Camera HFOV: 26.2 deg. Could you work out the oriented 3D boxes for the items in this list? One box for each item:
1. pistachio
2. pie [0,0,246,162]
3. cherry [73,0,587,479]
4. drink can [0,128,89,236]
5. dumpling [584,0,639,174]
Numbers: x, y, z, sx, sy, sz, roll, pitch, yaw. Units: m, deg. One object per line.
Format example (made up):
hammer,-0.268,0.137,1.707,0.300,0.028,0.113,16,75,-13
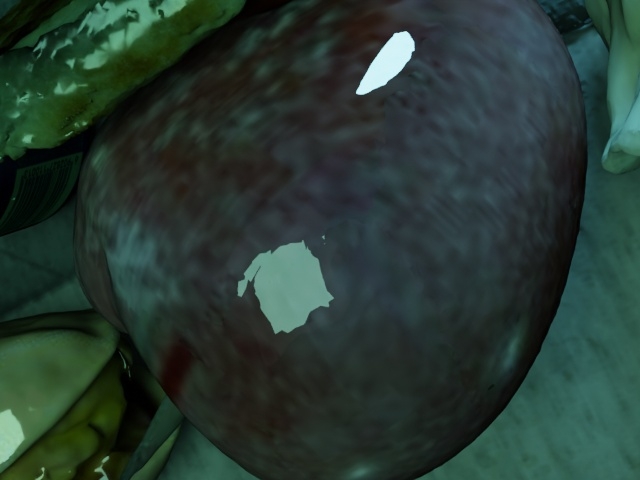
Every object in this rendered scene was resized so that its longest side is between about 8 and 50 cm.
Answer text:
pistachio,-0.187,0.118,0.762,0.229,0.157,0.157,-25,92,18
pie,-0.077,-0.117,0.615,0.240,0.240,0.054,-32,109,24
cherry,0.000,0.000,0.611,0.236,0.213,0.285,29,81,45
drink can,-0.211,-0.045,0.694,0.118,0.205,0.118,4,102,20
dumpling,0.211,-0.145,0.500,0.318,0.243,0.187,-31,120,35
